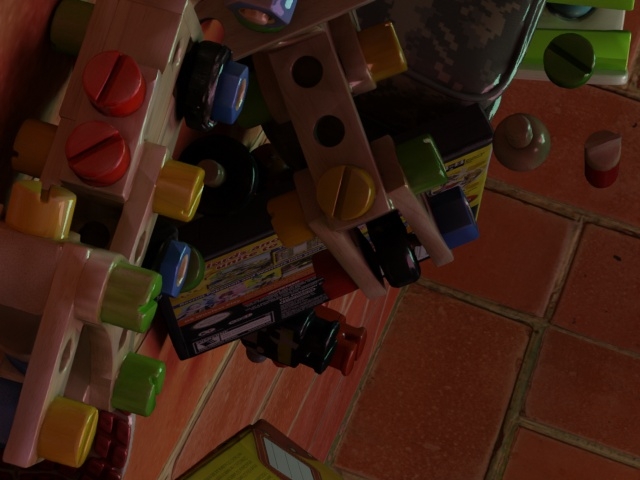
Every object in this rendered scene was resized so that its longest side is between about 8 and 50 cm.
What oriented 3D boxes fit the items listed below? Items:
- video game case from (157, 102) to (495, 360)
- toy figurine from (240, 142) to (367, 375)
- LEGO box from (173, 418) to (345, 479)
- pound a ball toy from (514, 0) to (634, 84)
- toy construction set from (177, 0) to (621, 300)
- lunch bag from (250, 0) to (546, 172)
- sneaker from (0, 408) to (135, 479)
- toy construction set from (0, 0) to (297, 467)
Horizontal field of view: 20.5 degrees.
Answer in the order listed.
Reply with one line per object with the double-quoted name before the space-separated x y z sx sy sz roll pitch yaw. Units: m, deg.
"video game case" 0.000 0.000 1.393 0.248 0.275 0.035 88 -21 -72
"toy figurine" -0.020 0.014 1.622 0.209 0.148 0.213 9 102 -77
"LEGO box" -0.114 0.343 1.150 0.372 0.193 0.500 -54 174 6
"pound a ball toy" 0.151 -0.210 1.797 0.135 0.319 0.208 -82 175 -63
"toy construction set" 0.040 -0.087 1.129 0.237 0.309 0.257 36 60 -81
"lunch bag" 0.069 -0.205 1.468 0.256 0.213 0.305 124 -11 -64
"sneaker" -0.163 0.135 1.086 0.092 0.088 0.225 -69 -177 -51
"toy construction set" -0.097 -0.047 0.856 0.327 0.151 0.215 -59 171 -8
